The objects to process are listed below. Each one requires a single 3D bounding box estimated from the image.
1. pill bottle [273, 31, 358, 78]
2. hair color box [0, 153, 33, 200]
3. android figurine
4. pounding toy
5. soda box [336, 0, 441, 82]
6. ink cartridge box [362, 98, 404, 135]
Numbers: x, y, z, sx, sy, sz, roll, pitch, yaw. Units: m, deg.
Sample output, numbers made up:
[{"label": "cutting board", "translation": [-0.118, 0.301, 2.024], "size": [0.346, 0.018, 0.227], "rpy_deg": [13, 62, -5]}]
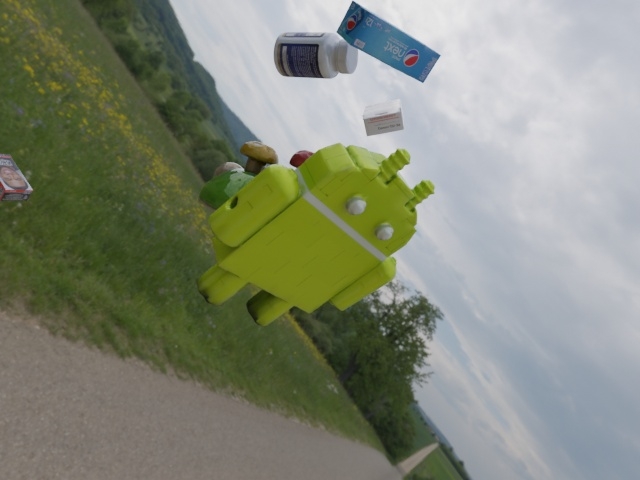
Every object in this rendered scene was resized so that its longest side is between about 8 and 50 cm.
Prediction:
[{"label": "pill bottle", "translation": [-0.008, -0.402, 0.997], "size": [0.169, 0.094, 0.094], "rpy_deg": [12, -25, 24]}, {"label": "hair color box", "translation": [-0.829, -0.167, 1.204], "size": [0.141, 0.043, 0.072], "rpy_deg": [50, 24, 14]}, {"label": "android figurine", "translation": [0.000, 0.000, 0.518], "size": [0.248, 0.273, 0.056], "rpy_deg": [39, 22, -46]}, {"label": "pounding toy", "translation": [-0.065, -0.085, 0.645], "size": [0.183, 0.110, 0.237], "rpy_deg": [18, 10, -14]}, {"label": "soda box", "translation": [0.140, -0.394, 0.920], "size": [0.210, 0.067, 0.071], "rpy_deg": [11, 34, -37]}, {"label": "ink cartridge box", "translation": [0.192, -0.371, 1.391], "size": [0.198, 0.115, 0.067], "rpy_deg": [-70, 149, -62]}]
